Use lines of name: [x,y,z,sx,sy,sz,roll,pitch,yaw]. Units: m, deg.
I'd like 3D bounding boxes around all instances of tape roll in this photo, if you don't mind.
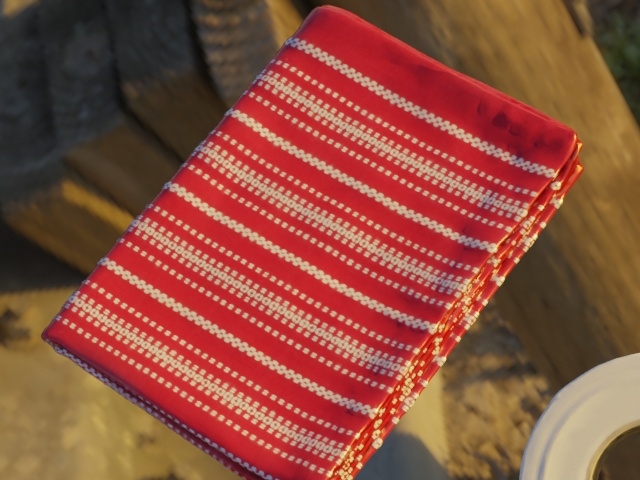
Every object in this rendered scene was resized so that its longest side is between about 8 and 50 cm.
tape roll: [0.347,0.257,1.798,0.286,0.100,0.286,-2,81,13]

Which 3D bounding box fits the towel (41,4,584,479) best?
towel: [0.000,0.000,1.006,0.199,0.031,0.275,31,69,19]
